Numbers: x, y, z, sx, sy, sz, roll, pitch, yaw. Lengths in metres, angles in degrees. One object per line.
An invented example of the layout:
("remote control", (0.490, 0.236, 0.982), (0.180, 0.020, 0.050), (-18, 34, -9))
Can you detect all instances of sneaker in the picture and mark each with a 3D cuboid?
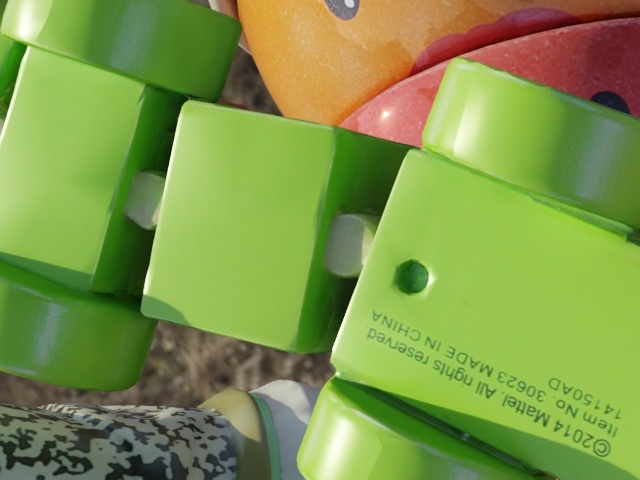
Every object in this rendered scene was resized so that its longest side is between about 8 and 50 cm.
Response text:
("sneaker", (-0.140, 0.137, 0.682), (0.410, 0.182, 0.158), (-40, 37, 48))

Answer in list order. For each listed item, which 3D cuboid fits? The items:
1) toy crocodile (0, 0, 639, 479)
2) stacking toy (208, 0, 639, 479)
("toy crocodile", (0.000, 0.000, 0.493), (0.340, 0.105, 0.115), (19, 96, 28))
("stacking toy", (0.146, 0.018, 0.888), (0.350, 0.350, 0.480), (-16, 69, 13))
